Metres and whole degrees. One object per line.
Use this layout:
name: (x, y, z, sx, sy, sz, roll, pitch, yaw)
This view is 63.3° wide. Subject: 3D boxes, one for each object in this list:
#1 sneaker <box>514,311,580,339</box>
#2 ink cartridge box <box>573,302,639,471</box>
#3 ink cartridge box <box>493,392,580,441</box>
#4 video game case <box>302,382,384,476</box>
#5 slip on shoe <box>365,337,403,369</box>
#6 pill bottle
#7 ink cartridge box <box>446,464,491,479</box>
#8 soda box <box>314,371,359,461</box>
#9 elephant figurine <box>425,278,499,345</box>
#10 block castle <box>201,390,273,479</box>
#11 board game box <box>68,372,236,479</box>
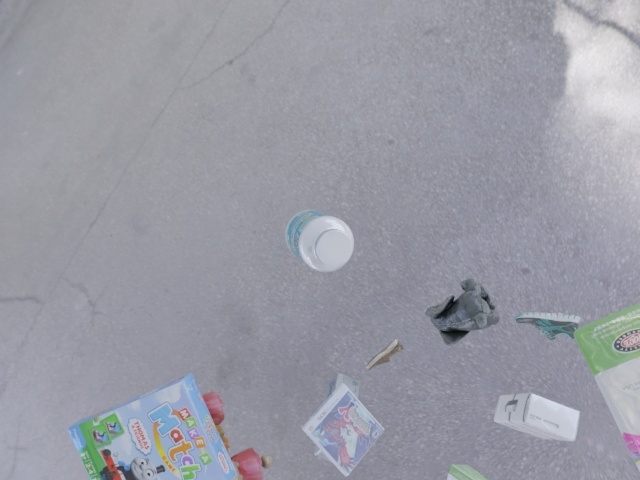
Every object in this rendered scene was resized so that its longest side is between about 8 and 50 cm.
sneaker: (0.620, 0.235, 1.422, 0.166, 0.065, 0.076, 1, 85, 23)
ink cartridge box: (0.335, 0.160, 0.336, 0.207, 0.119, 0.353, -31, 17, 22)
ink cartridge box: (0.641, 0.528, 1.557, 0.158, 0.218, 0.092, 20, 73, 3)
video game case: (0.072, 0.568, 1.567, 0.183, 0.023, 0.201, -43, 98, -23)
slip on shoe: (0.198, 0.360, 1.606, 0.135, 0.051, 0.041, -38, 81, -14)
pill bottle: (0.000, 0.000, 1.384, 0.146, 0.146, 0.264, -59, 18, -1)
ink cartridge box: (0.287, 0.562, 0.949, 0.171, 0.056, 0.235, 15, 89, 56)
soda box: (0.058, 0.587, 1.731, 0.098, 0.091, 0.286, -57, 10, 33)
elephant figurine: (0.404, 0.234, 1.579, 0.239, 0.186, 0.169, -30, 57, 30)
block castle: (-0.286, 0.638, 1.298, 0.303, 0.212, 0.453, 37, 122, 47)
board game box: (-0.249, 0.308, 0.763, 0.211, 0.039, 0.160, -25, 89, 14)
